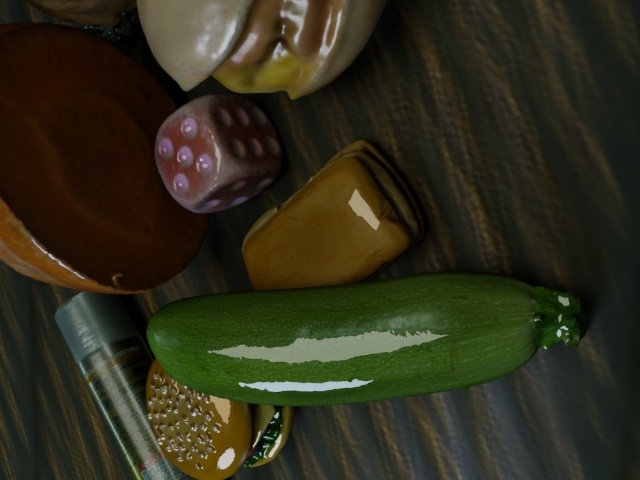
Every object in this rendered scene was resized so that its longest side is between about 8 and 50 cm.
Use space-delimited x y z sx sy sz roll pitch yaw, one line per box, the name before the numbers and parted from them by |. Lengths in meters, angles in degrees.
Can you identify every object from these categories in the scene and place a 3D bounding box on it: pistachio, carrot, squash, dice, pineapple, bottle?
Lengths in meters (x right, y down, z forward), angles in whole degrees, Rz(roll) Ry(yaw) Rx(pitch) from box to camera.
pistachio | -0.044 -0.271 0.768 0.230 0.230 0.309 26 119 33
carrot | -0.229 -0.079 0.885 0.100 0.307 0.258 -8 62 28
squash | 0.023 0.086 0.789 0.395 0.107 0.107 -6 94 19
dice | -0.101 -0.086 0.909 0.091 0.093 0.094 -32 79 37
pineapple | -0.251 -0.192 1.016 0.197 0.108 0.108 -38 74 24
bottle | -0.207 0.187 1.048 0.082 0.082 0.286 -42 72 35

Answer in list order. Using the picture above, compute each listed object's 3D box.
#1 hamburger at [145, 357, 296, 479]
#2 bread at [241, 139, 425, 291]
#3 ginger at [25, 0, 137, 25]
hamburger | -0.104 0.162 0.940 0.162 0.115 0.162 7 102 39
bread | 0.000 0.000 0.862 0.200 0.077 0.116 -38 82 37
ginger | -0.219 -0.313 0.867 0.269 0.223 0.200 30 133 34
